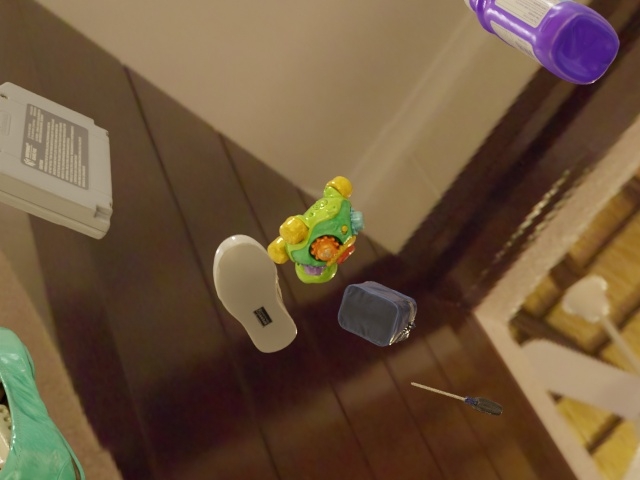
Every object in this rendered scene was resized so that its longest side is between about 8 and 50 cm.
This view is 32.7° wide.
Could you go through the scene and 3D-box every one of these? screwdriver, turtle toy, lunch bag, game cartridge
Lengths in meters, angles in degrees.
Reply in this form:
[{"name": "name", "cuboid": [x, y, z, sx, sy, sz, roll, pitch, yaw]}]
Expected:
[{"name": "screwdriver", "cuboid": [0.222, 0.255, 1.765, 0.170, 0.025, 0.024, 19, -82, -23]}, {"name": "turtle toy", "cuboid": [0.000, 0.000, 1.104, 0.095, 0.066, 0.130, -43, -7, -29]}, {"name": "lunch bag", "cuboid": [0.082, 0.097, 1.464, 0.065, 0.098, 0.067, -11, -58, -59]}, {"name": "game cartridge", "cuboid": [-0.392, -0.120, 1.535, 0.198, 0.297, 0.062, 20, -66, -22]}]

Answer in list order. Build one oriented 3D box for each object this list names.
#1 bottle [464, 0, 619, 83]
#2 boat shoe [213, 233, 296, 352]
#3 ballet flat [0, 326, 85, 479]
[{"name": "bottle", "cuboid": [0.286, -0.303, 1.486, 0.118, 0.283, 0.092, 25, -75, -30]}, {"name": "boat shoe", "cuboid": [-0.105, 0.067, 1.666, 0.096, 0.088, 0.267, -29, -39, -1]}, {"name": "ballet flat", "cuboid": [-0.268, 0.137, 0.883, 0.087, 0.247, 0.083, 18, -74, -39]}]
